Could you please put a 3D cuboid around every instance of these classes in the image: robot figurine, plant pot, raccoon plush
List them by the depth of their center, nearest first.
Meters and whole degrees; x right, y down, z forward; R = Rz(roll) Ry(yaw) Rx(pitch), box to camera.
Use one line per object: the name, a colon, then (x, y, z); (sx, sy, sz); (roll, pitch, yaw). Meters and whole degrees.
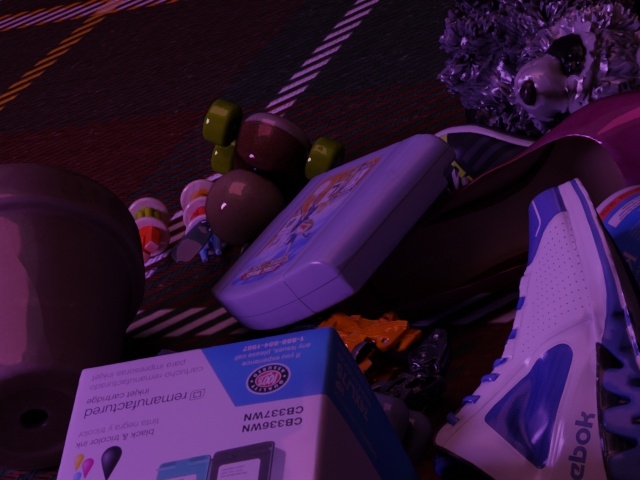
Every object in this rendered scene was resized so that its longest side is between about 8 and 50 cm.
robot figurine: (-0.012, 0.163, 1.327); (0.211, 0.085, 0.291); (7, 38, 42)
plant pot: (-0.287, 0.093, 1.513); (0.263, 0.263, 0.229); (-20, 44, 0)
raccoon plush: (0.348, -0.236, 1.719); (0.446, 0.216, 0.299); (-36, 39, -30)

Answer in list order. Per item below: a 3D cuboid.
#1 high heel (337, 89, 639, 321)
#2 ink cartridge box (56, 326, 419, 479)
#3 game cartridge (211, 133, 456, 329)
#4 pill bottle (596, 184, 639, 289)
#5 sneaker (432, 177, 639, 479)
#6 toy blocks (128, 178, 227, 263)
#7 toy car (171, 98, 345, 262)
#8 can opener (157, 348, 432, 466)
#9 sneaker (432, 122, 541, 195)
high heel: (0.190, -0.018, 1.416); (0.377, 0.127, 0.181); (-32, 3, 34)
ink cartridge box: (-0.057, 0.233, 1.033); (0.198, 0.197, 0.270); (-11, 45, 17)
game cartridge: (0.000, 0.000, 1.495); (0.198, 0.062, 0.297); (-45, 11, -23)
pill bottle: (0.321, 0.039, 1.284); (0.124, 0.124, 0.221); (-28, 26, -15)
sneaker: (0.168, 0.110, 1.188); (0.182, 0.127, 0.315); (-20, 52, 17)
toy blocks: (-0.166, -0.007, 1.789); (0.123, 0.054, 0.148); (-19, 27, 1)
toy car: (-0.078, -0.036, 1.710); (0.155, 0.149, 0.188); (21, 69, 13)
can opener: (-0.043, 0.142, 1.237); (0.280, 0.074, 0.093); (5, 72, 35)
sneaker: (0.181, -0.064, 1.621); (0.234, 0.084, 0.097); (6, 38, 41)
